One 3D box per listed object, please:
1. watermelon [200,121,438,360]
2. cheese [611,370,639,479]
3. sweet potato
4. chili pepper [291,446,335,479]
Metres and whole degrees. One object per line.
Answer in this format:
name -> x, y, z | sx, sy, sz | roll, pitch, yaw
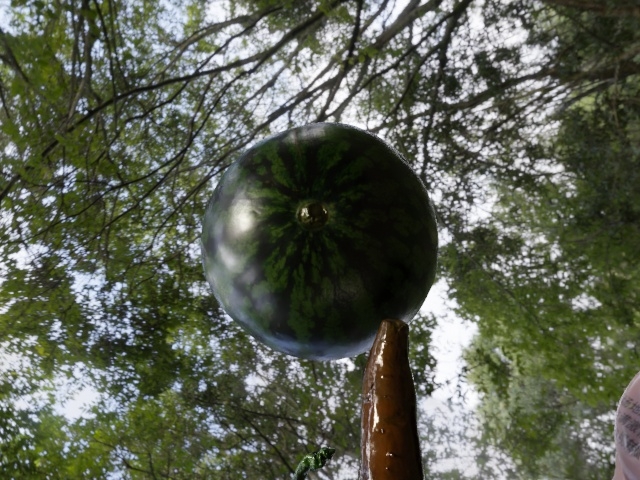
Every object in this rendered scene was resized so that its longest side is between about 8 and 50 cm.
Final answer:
watermelon -> 0.000, 0.000, 0.540 | 0.285, 0.285, 0.284 | 7, -101, -41
cheese -> 0.288, 0.182, 0.361 | 0.285, 0.074, 0.189 | -56, -12, 1
sweet potato -> 0.043, 0.185, 0.291 | 0.057, 0.057, 0.264 | 18, -103, -39
chili pepper -> -0.012, 0.291, 0.574 | 0.027, 0.083, 0.022 | 47, -157, 17
